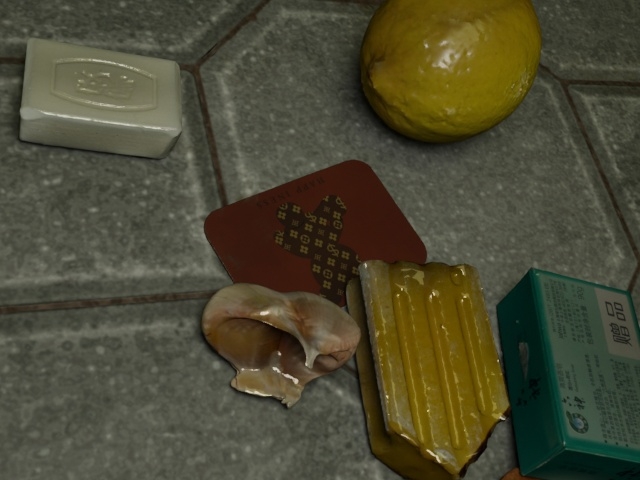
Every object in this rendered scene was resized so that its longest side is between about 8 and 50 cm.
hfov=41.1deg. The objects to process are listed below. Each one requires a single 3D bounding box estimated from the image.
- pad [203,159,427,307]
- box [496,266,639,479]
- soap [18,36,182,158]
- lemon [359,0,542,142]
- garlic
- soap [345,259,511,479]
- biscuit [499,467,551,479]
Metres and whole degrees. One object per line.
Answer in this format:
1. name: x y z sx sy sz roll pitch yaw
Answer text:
1. pad: 0.000 0.000 1.069 0.267 0.004 0.181 -24 73 -31
2. box: 0.312 0.166 1.030 0.153 0.092 0.245 15 50 -15
3. soap: -0.262 -0.167 1.021 0.183 0.064 0.122 5 57 -21
4. lemon: 0.177 -0.250 1.153 0.263 0.236 0.236 -44 83 -9
5. garlic: -0.045 0.102 0.937 0.174 0.099 0.124 20 48 -9
6. soap: 0.126 0.153 0.984 0.160 0.080 0.258 3 62 -20
7. biscuit: 0.226 0.361 0.934 0.192 0.036 0.186 -25 71 -32
